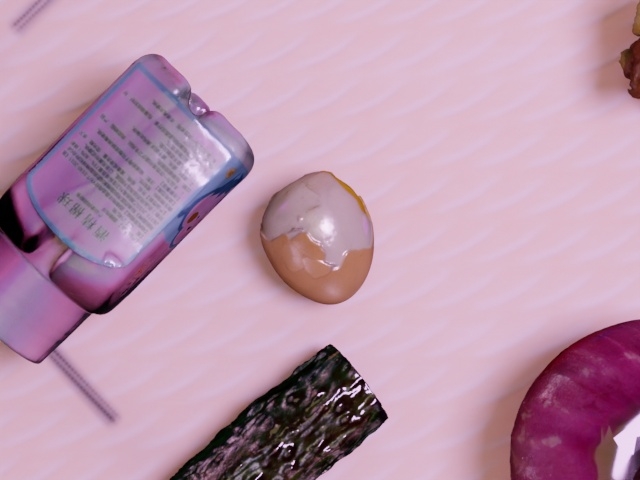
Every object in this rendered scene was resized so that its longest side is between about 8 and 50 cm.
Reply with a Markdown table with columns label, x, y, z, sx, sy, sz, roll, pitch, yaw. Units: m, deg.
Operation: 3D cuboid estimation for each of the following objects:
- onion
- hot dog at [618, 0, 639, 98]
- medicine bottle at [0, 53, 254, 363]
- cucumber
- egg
| label | x | y | z | sx | sy | sz | roll | pitch | yaw |
| --- | --- | --- | --- | --- | --- | --- | --- | --- | --- |
| onion | 0.202 | 0.135 | 0.891 | 0.177 | 0.153 | 0.177 | -1 | 87 | 12 |
| hot dog | 0.292 | -0.120 | 0.901 | 0.213 | 0.146 | 0.103 | -13 | 62 | 3 |
| medicine bottle | -0.135 | -0.017 | 0.902 | 0.094 | 0.119 | 0.188 | 45 | 89 | 1 |
| cucumber | -0.083 | 0.182 | 0.928 | 0.293 | 0.067 | 0.067 | -41 | 90 | -1 |
| egg | 0.000 | 0.000 | 0.929 | 0.071 | 0.071 | 0.083 | -27 | 92 | -1 |
